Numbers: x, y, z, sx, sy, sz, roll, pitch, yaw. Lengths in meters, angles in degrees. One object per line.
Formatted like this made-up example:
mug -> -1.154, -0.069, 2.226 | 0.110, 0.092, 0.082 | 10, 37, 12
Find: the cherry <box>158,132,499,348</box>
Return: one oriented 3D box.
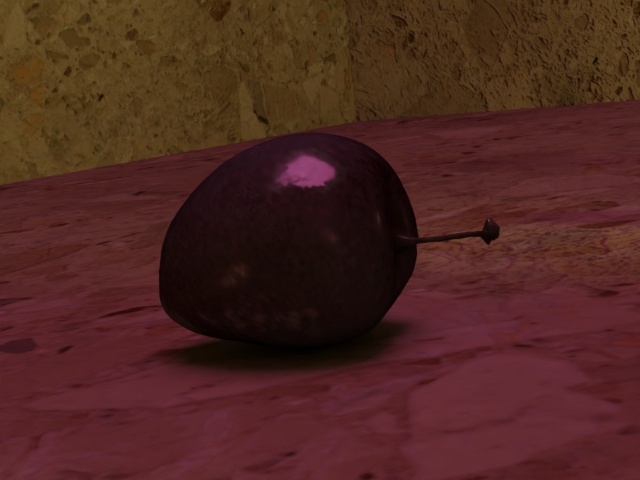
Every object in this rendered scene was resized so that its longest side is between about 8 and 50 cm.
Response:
cherry -> -0.005, 0.005, 0.668 | 0.148, 0.115, 0.188 | -44, -10, 13
